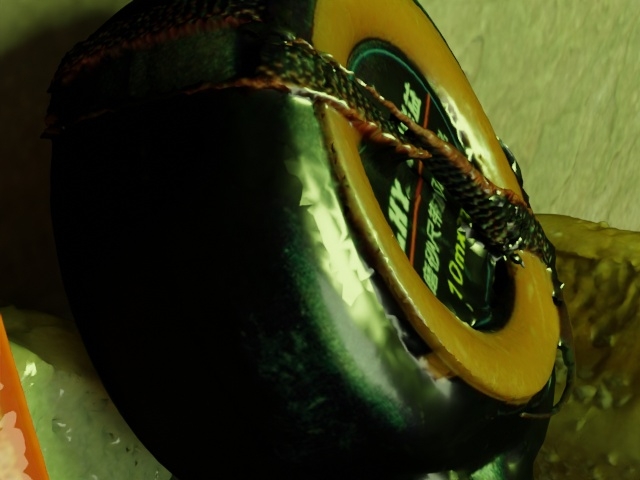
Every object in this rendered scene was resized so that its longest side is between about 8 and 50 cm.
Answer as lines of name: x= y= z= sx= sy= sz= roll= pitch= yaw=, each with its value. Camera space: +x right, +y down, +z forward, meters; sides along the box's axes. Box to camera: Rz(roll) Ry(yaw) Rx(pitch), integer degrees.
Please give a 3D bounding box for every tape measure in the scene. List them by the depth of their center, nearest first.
tape measure: x=0.000 y=0.000 z=0.447 sx=0.223 sy=0.135 sz=0.202 roll=49 pitch=33 yaw=-35

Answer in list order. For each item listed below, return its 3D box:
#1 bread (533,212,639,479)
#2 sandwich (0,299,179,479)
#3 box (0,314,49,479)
bread: x=0.183 y=0.091 z=0.700 sx=0.196 sy=0.246 sz=0.176 roll=19 pitch=89 yaw=-53
sandwich: x=-0.104 y=0.163 z=0.474 sx=0.273 sy=0.095 sz=0.249 roll=38 pitch=72 yaw=-53
box: x=-0.191 y=0.066 z=0.258 sx=0.265 sy=0.048 sz=0.273 roll=-24 pitch=112 yaw=-35
